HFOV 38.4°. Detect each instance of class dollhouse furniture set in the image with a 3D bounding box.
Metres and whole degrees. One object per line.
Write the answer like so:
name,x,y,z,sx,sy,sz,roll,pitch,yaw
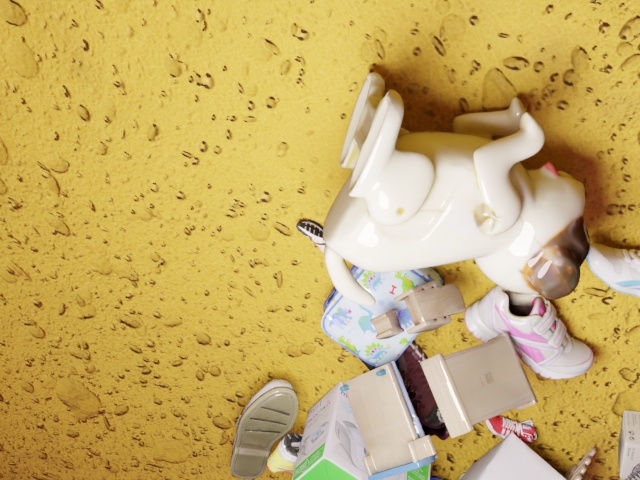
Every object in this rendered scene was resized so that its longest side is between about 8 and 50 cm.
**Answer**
dollhouse furniture set,0.183,0.255,1.683,0.303,0.198,0.286,-34,72,44

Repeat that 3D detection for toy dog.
toy dog,0.232,-0.043,1.446,0.408,0.284,0.395,16,97,-8

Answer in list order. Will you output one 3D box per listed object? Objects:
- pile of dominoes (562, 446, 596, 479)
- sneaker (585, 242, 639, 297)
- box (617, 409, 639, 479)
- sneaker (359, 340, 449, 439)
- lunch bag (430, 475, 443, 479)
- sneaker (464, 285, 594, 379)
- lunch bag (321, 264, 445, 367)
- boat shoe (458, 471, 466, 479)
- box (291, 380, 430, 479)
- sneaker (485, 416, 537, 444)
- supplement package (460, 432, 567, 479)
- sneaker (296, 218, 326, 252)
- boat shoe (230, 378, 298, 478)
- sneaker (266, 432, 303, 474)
pile of dominoes,0.482,0.543,1.851,0.040,0.251,0.196,38,128,12
sneaker,0.559,0.048,1.579,0.229,0.087,0.092,22,122,-10
box,0.727,0.412,1.786,0.275,0.094,0.113,3,126,14
sneaker,0.166,0.291,1.805,0.281,0.162,0.106,37,126,-13
lunch bag,0.219,0.759,2.011,0.239,0.328,0.385,7,127,35
sneaker,0.398,0.165,1.689,0.252,0.103,0.111,25,129,-5
lunch bag,0.114,0.114,1.713,0.176,0.090,0.219,33,113,-9
boat shoe,0.348,0.571,2.005,0.135,0.045,0.050,45,116,12
box,0.091,0.467,1.910,0.262,0.231,0.127,36,122,-11
sneaker,0.395,0.383,1.887,0.118,0.042,0.067,38,130,-23
supplement package,0.355,0.538,1.864,0.149,0.194,0.203,41,141,8
sneaker,0.000,0.000,1.715,0.109,0.040,0.043,30,129,-7
boat shoe,-0.131,0.390,1.991,0.113,0.103,0.302,16,128,-16
sneaker,-0.042,0.465,1.992,0.094,0.081,0.208,-45,146,19
